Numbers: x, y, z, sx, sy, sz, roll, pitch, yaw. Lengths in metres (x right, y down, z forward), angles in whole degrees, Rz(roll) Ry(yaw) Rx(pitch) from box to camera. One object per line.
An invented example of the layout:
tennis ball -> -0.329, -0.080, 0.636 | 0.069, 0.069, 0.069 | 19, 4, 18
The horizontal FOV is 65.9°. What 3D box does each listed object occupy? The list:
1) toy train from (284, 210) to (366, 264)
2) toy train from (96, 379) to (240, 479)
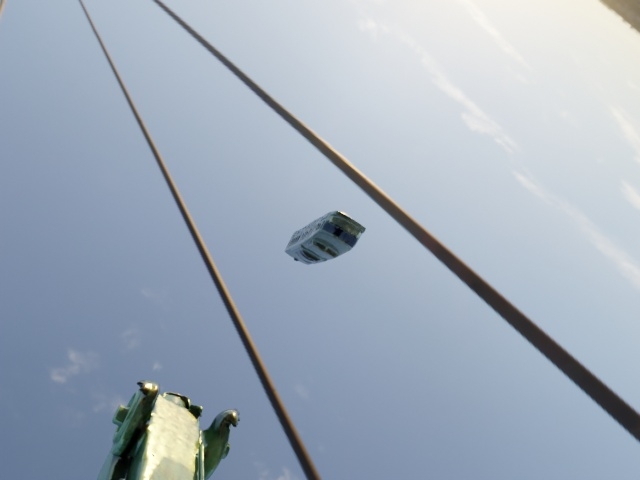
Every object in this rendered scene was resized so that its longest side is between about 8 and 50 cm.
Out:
toy train -> 0.000, 0.000, 0.586 | 0.043, 0.207, 0.047 | 30, -104, -10
toy train -> -0.151, 0.255, 0.418 | 0.120, 0.202, 0.301 | 24, -175, -18
